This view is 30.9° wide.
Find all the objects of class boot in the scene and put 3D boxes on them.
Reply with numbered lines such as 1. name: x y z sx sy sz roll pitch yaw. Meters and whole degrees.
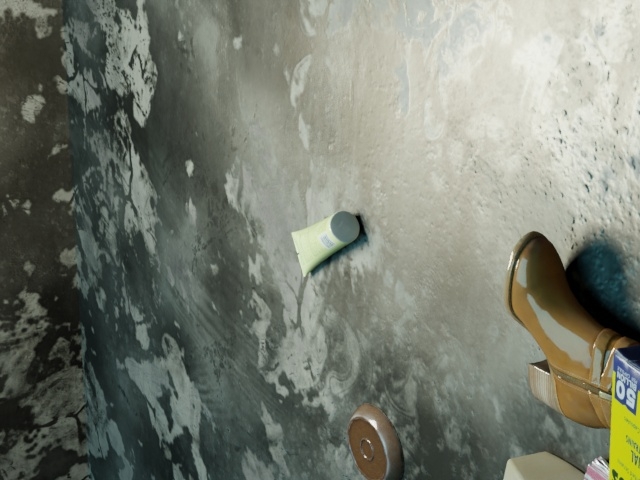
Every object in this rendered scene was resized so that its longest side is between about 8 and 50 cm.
1. boot: 0.366 0.134 1.599 0.220 0.109 0.284 17 119 57

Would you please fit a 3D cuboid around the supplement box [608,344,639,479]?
1. supplement box: 0.470 0.314 1.374 0.194 0.195 0.357 -131 36 -68

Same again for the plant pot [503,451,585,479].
1. plant pot: 0.335 0.386 1.774 0.096 0.109 0.109 -127 36 -53

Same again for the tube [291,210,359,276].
1. tube: 0.000 0.000 2.207 0.240 0.062 0.070 -32 31 63

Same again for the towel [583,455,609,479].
1. towel: 0.436 0.429 1.694 0.144 0.029 0.197 39 136 45

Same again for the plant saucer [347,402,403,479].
1. plant saucer: 0.099 0.398 2.233 0.168 0.029 0.169 31 127 51
